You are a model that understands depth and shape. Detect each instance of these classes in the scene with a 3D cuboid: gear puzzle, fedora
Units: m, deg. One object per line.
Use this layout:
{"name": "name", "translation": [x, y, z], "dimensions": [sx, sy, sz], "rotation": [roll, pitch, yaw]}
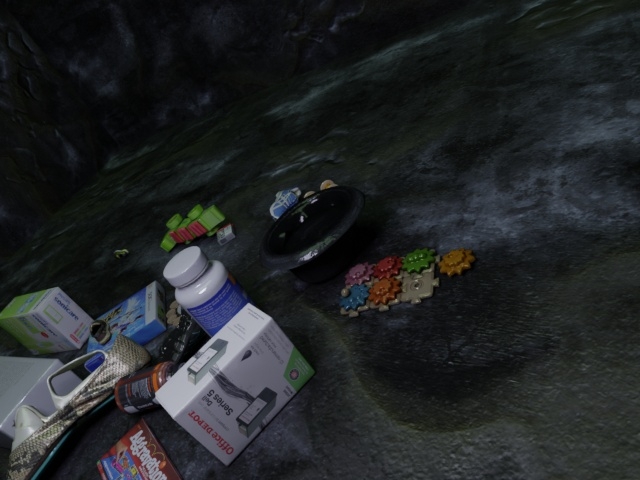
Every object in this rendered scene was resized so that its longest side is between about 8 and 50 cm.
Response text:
{"name": "gear puzzle", "translation": [0.197, 0.081, 1.252], "dimensions": [0.339, 0.044, 0.175], "rotation": [-16, 34, 27]}
{"name": "fedora", "translation": [0.000, 0.000, 1.445], "dimensions": [0.334, 0.152, 0.334], "rotation": [-23, 30, 14]}

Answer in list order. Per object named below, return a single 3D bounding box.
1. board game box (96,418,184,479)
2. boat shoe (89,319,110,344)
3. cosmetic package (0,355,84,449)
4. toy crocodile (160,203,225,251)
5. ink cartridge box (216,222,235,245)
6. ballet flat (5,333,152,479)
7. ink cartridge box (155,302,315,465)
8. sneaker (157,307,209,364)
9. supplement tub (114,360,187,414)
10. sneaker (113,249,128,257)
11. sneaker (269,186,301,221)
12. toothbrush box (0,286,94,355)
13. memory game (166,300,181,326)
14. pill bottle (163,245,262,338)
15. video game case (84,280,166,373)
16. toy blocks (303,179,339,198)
{"name": "board game box", "translation": [-0.412, 0.529, 1.197], "dimensions": [0.145, 0.027, 0.281], "rotation": [-43, 32, -19]}
{"name": "boat shoe", "translation": [-0.708, 0.281, 1.685], "dimensions": [0.056, 0.049, 0.152], "rotation": [-45, 32, -17]}
{"name": "cosmetic package", "translation": [-0.935, 0.490, 1.606], "dimensions": [0.454, 0.161, 0.230], "rotation": [-7, 39, 37]}
{"name": "toy crocodile", "translation": [-0.487, -0.047, 1.990], "dimensions": [0.341, 0.115, 0.105], "rotation": [-18, 33, 36]}
{"name": "ink cartridge box", "translation": [-0.348, -0.031, 1.936], "dimensions": [0.063, 0.029, 0.115], "rotation": [-31, 31, 4]}
{"name": "ballet flat", "translation": [-0.676, 0.444, 1.406], "dimensions": [0.483, 0.182, 0.164], "rotation": [-47, 4, -21]}
{"name": "ink cartridge box", "translation": [-0.176, 0.304, 1.128], "dimensions": [0.273, 0.198, 0.115], "rotation": [-45, 34, -18]}
{"name": "sneaker", "translation": [-0.356, 0.262, 1.468], "dimensions": [0.101, 0.106, 0.267], "rotation": [11, 71, 43]}
{"name": "supplement tub", "translation": [-0.418, 0.372, 1.349], "dimensions": [0.198, 0.106, 0.106], "rotation": [-22, 32, 19]}
{"name": "sneaker", "translation": [-0.871, 0.061, 2.288], "dimensions": [0.083, 0.031, 0.035], "rotation": [-16, 35, 27]}
{"name": "sneaker", "translation": [-0.117, -0.118, 1.796], "dimensions": [0.081, 0.080, 0.211], "rotation": [-24, 33, 21]}
{"name": "toothbrush box", "translation": [-0.980, 0.293, 1.886], "dimensions": [0.284, 0.206, 0.122], "rotation": [-13, 36, 30]}
{"name": "memory game", "translation": [-0.413, 0.200, 1.683], "dimensions": [0.186, 0.012, 0.186], "rotation": [-24, 31, 15]}
{"name": "pill bottle", "translation": [-0.279, 0.148, 1.375], "dimensions": [0.153, 0.272, 0.152], "rotation": [-23, 32, 16]}
{"name": "video game case", "translation": [-0.634, 0.279, 1.728], "dimensions": [0.270, 0.061, 0.244], "rotation": [-33, 29, 0]}
{"name": "toy blocks", "translation": [0.021, -0.132, 1.713], "dimensions": [0.123, 0.054, 0.148], "rotation": [-35, 31, -5]}
